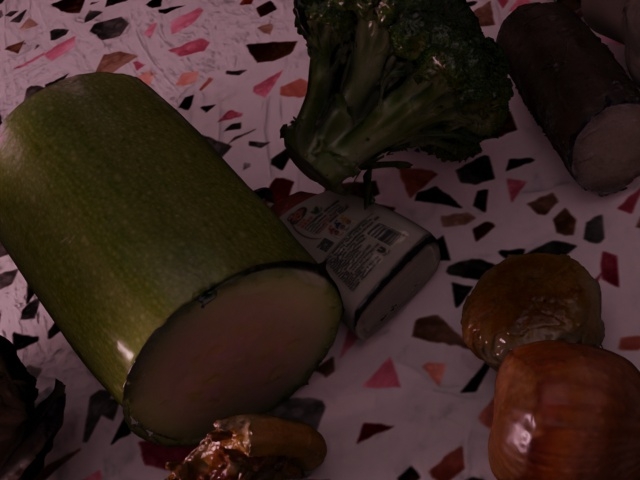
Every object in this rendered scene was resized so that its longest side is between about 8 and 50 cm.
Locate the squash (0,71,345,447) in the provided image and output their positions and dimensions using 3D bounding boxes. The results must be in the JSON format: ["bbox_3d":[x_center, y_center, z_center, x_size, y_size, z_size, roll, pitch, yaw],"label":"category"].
[{"bbox_3d":[-0.186,0.013,1.057,0.263,0.263,0.384,-35,55,-13],"label":"squash"}]

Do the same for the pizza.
[{"bbox_3d":[-0.095,0.240,0.958,0.194,0.154,0.069,-35,62,17],"label":"pizza"}]

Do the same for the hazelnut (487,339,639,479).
[{"bbox_3d":[0.228,0.167,0.877,0.150,0.150,0.150,-11,46,11],"label":"hazelnut"}]

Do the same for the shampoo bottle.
[{"bbox_3d":[0.000,0.000,1.163,0.153,0.071,0.284,-42,46,-20],"label":"shampoo bottle"}]

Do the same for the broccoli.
[{"bbox_3d":[0.082,-0.181,1.149,0.304,0.321,0.283,34,79,27],"label":"broccoli"}]

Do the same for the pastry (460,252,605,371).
[{"bbox_3d":[0.220,0.077,0.997,0.153,0.081,0.153,-11,50,14],"label":"pastry"}]

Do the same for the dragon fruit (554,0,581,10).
[{"bbox_3d":[0.388,-0.451,1.322,0.250,0.269,0.291,-10,80,1],"label":"dragon fruit"}]

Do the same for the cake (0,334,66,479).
[{"bbox_3d":[-0.446,0.190,1.045,0.321,0.332,0.332,10,41,-21],"label":"cake"}]

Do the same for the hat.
[{"bbox_3d":[0.426,-0.250,1.167,0.161,0.232,0.275,-61,33,6],"label":"hat"}]

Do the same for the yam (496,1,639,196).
[{"bbox_3d":[0.315,-0.188,1.179,0.131,0.131,0.279,-19,43,4],"label":"yam"}]
